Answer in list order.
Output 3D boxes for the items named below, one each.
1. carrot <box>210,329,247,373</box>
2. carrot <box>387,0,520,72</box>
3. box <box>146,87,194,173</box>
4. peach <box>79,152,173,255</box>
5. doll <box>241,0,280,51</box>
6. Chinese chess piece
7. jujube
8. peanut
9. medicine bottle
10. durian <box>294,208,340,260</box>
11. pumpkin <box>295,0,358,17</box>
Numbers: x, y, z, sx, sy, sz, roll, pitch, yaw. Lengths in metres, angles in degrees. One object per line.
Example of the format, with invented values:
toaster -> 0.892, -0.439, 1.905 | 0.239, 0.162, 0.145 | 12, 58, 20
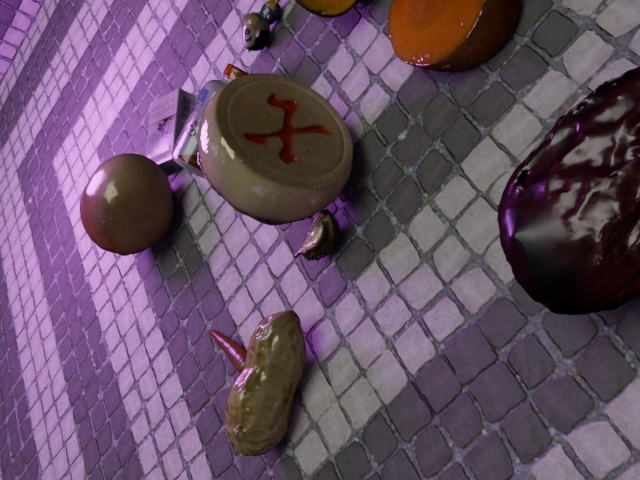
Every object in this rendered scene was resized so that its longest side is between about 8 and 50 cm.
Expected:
carrot -> -0.218, 0.262, 1.595 | 0.216, 0.048, 0.048 | 31, 100, 49
carrot -> 0.254, -0.465, 1.329 | 0.307, 0.100, 0.258 | 44, 110, 50
box -> -0.455, -0.323, 1.981 | 0.149, 0.067, 0.233 | -14, 68, 43
peach -> -0.558, -0.100, 1.883 | 0.292, 0.247, 0.292 | -22, 54, 33
doll -> -0.160, -0.588, 1.759 | 0.102, 0.089, 0.179 | 29, 100, 54
Chinese chess piece -> -0.095, -0.199, 1.407 | 0.140, 0.338, 0.338 | -50, 45, 50
jujube -> 0.416, -0.067, 0.944 | 0.376, 0.258, 0.258 | -49, 48, 6
peanut -> -0.117, 0.300, 1.405 | 0.140, 0.153, 0.325 | 21, 99, 41
medicine bottle -> -0.263, -0.312, 1.726 | 0.157, 0.157, 0.288 | 41, 107, 43
durian -> 0.001, 0.002, 1.432 | 0.140, 0.071, 0.110 | -51, 13, 25
pumpkin -> 0.037, -0.683, 1.542 | 0.232, 0.242, 0.325 | -122, 53, -71
